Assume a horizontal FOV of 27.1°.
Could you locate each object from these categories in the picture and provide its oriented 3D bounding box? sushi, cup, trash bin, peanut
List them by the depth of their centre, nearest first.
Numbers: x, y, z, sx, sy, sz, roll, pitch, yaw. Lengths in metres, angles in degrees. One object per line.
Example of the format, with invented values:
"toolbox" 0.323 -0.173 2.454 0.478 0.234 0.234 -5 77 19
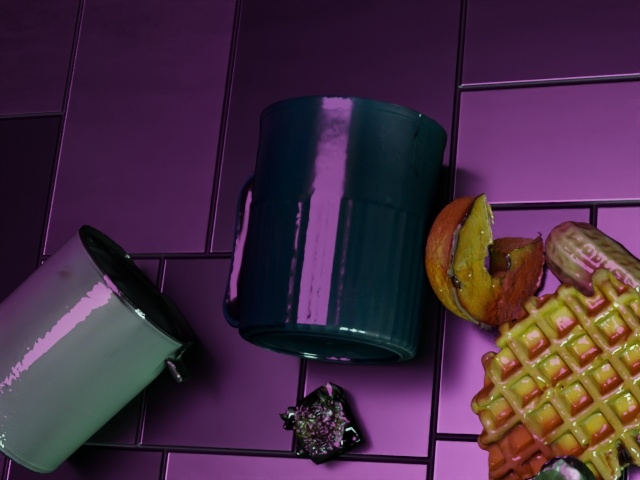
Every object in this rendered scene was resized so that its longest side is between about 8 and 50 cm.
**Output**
"peanut" 0.353 0.049 1.599 0.194 0.093 0.083 38 87 16
"cup" -0.003 -0.005 1.677 0.308 0.242 0.292 1 75 20
"sushi" 0.001 0.239 1.698 0.084 0.056 0.083 -31 71 9
"trash bin" -0.336 0.146 1.773 0.262 0.217 0.277 -43 82 4

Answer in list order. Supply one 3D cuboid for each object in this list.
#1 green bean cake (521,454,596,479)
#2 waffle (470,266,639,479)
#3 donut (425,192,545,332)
"green bean cake" 0.257 0.391 1.468 0.241 0.132 0.255 -43 74 11
"waffle" 0.316 0.186 1.539 0.283 0.065 0.309 9 98 14
"donut" 0.193 0.031 1.625 0.078 0.181 0.146 11 76 46
